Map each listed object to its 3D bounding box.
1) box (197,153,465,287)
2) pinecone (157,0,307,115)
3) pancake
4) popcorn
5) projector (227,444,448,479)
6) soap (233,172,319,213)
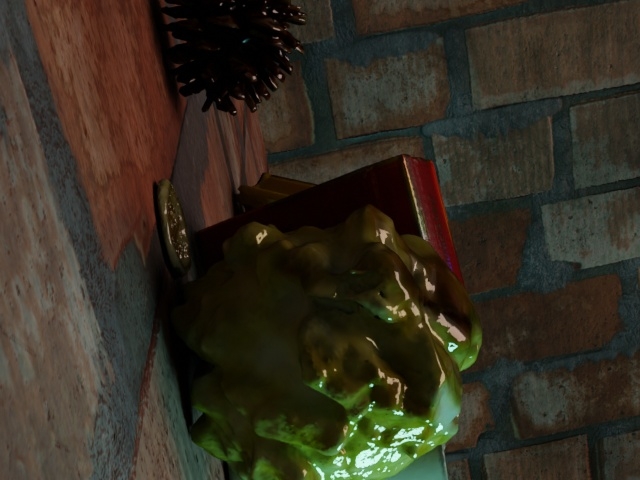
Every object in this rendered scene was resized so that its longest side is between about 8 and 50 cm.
[{"bbox_3d":[0.009,0.038,1.229,0.089,0.313,0.197,6,69,-56],"label":"box"},{"bbox_3d":[-0.118,-0.260,1.324,0.208,0.208,0.208,-11,90,-89],"label":"pinecone"},{"bbox_3d":[-0.153,-0.012,1.057,0.108,0.017,0.108,-8,90,-86],"label":"pancake"},{"bbox_3d":[-0.007,0.107,1.011,0.312,0.312,0.312,-11,90,-89],"label":"popcorn"},{"bbox_3d":[0.027,0.302,1.260,0.248,0.249,0.248,-100,180,-68],"label":"projector"},{"bbox_3d":[-0.001,0.000,1.871,0.096,0.324,0.204,-35,129,-41],"label":"soap"}]
